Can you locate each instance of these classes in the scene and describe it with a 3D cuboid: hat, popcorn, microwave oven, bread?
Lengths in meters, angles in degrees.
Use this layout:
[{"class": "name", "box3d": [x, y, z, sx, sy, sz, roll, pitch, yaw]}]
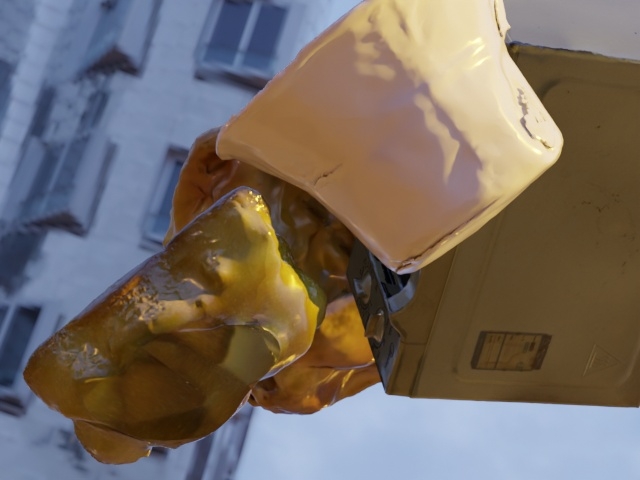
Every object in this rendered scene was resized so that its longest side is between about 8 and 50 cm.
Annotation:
[{"class": "hat", "box3d": [0.052, -0.060, 0.855, 0.126, 0.203, 0.203, 55, -38, 5]}, {"class": "popcorn", "box3d": [0.000, 0.000, 1.666, 0.349, 0.349, 0.382, 9, -34, 9]}, {"class": "microwave oven", "box3d": [0.192, -0.055, 1.391, 0.286, 0.218, 0.355, 3, -57, -16]}, {"class": "bread", "box3d": [-0.102, 0.083, 1.209, 0.233, 0.088, 0.161, -36, -58, 0]}]
